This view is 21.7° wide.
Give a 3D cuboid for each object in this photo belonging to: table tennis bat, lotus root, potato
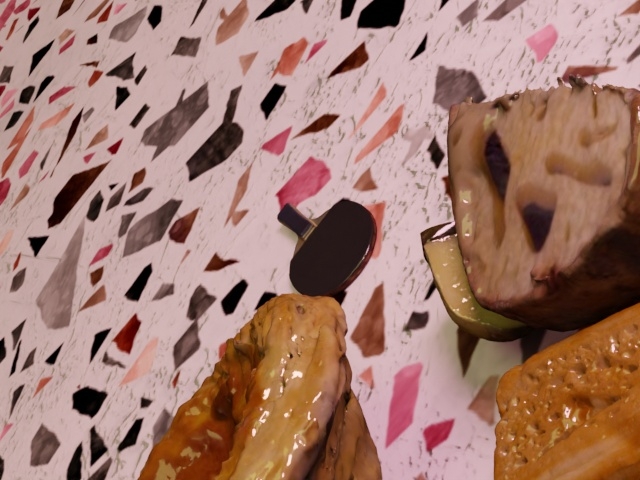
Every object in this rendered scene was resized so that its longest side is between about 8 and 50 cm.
[{"bbox_3d":[0.000,0.000,1.490,0.095,0.014,0.158,-54,31,2],"label":"table tennis bat"},{"bbox_3d":[0.160,-0.026,1.111,0.261,0.075,0.170,-8,71,61],"label":"lotus root"},{"bbox_3d":[0.127,0.039,1.214,0.096,0.066,0.103,-11,52,8],"label":"potato"}]

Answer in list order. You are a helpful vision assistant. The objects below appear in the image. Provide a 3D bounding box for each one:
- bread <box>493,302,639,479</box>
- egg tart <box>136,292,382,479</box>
[{"bbox_3d":[0.220,0.097,1.012,0.271,0.077,0.139,-32,40,35],"label":"bread"},{"bbox_3d":[-0.056,0.205,1.191,0.352,0.150,0.352,-54,13,18],"label":"egg tart"}]
